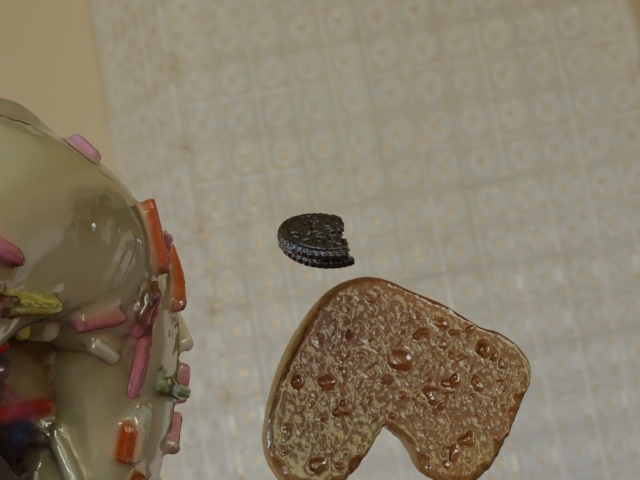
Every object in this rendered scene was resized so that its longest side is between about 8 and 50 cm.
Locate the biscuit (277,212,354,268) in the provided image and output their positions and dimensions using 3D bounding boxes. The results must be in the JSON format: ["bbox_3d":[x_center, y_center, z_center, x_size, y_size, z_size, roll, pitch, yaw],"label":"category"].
[{"bbox_3d":[0.000,0.000,1.419,0.089,0.027,0.087,18,30,26],"label":"biscuit"}]

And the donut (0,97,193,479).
[{"bbox_3d":[-0.200,0.110,0.787,0.142,0.383,0.382,16,0,24],"label":"donut"}]

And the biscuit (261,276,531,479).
[{"bbox_3d":[0.082,0.187,1.633,0.277,0.262,0.052,23,-20,-7],"label":"biscuit"}]
